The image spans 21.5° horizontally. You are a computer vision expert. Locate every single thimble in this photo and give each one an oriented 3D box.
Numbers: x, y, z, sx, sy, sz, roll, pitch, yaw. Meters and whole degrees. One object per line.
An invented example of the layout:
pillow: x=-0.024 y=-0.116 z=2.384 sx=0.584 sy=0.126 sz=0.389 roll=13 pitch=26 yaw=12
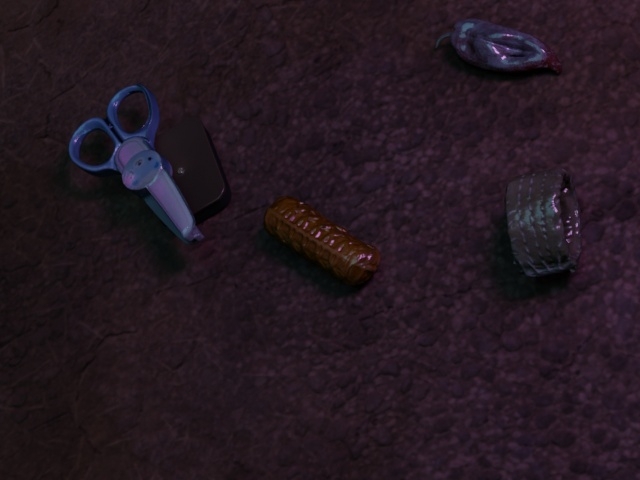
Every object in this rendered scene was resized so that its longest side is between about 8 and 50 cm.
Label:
thimble: x=0.227 y=-0.017 z=1.710 sx=0.062 sy=0.084 sz=0.110 roll=-10 pitch=75 yaw=25

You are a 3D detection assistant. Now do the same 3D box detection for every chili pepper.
chili pepper: x=0.193 y=-0.211 z=1.850 sx=0.153 sy=0.041 sz=0.050 roll=21 pitch=120 yaw=33

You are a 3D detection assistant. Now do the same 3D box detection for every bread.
bread: x=0.000 y=0.000 z=1.842 sx=0.157 sy=0.044 sz=0.052 roll=32 pitch=78 yaw=34

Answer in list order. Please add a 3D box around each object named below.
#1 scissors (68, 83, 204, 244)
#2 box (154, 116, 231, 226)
scissors: x=-0.201 y=-0.079 z=1.955 sx=0.125 sy=0.030 sz=0.256 roll=-43 pitch=52 yaw=4
box: x=-0.157 y=-0.075 z=1.969 sx=0.091 sy=0.031 sz=0.126 roll=-31 pitch=57 yaw=11
